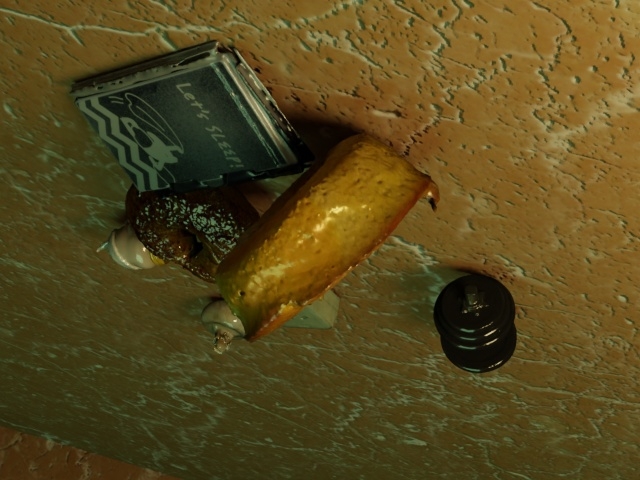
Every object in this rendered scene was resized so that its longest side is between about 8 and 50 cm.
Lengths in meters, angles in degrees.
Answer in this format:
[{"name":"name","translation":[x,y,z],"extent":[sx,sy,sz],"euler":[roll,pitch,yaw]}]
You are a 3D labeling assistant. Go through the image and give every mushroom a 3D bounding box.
[{"name":"mushroom","translation":[-0.140,0.132,1.864],"extent":[0.085,0.079,0.085],"euler":[12,159,5]}]

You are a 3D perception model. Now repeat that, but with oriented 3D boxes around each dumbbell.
[{"name":"dumbbell","translation":[0.191,0.103,1.534],"extent":[0.099,0.099,0.208],"euler":[11,157,16]}]

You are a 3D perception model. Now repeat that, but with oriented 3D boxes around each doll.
[{"name":"doll","translation":[-0.243,-0.003,1.659],"extent":[0.127,0.073,0.084],"euler":[2,120,25]}]

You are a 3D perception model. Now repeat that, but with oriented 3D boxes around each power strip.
[{"name":"power strip","translation":[-0.074,0.035,1.633],"extent":[0.093,0.053,0.288],"euler":[2,154,31]}]

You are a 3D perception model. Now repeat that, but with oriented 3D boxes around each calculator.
[{"name":"calculator","translation":[-0.143,-0.120,1.312],"extent":[0.274,0.028,0.166],"euler":[-6,128,44]}]

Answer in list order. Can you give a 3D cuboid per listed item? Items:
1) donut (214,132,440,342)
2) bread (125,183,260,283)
[{"name":"donut","translation":[0.002,-0.002,1.255],"extent":[0.118,0.253,0.253],"euler":[44,152,-9]},{"name":"bread","translation":[-0.150,-0.015,1.499],"extent":[0.193,0.064,0.193],"euler":[19,141,16]}]
